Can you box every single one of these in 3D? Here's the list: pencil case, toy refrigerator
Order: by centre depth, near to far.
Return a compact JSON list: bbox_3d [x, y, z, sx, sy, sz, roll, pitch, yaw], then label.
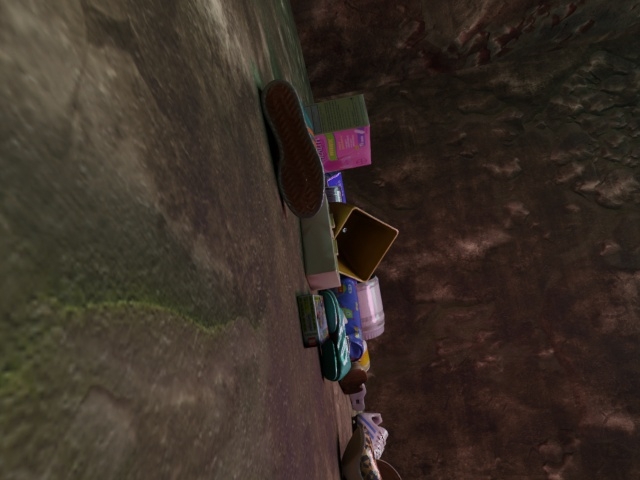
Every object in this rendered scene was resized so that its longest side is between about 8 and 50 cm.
[{"bbox_3d":[0.000,0.000,1.183,0.102,0.095,0.269,73,8,-56],"label":"toy refrigerator"},{"bbox_3d":[0.063,0.236,1.292,0.306,0.133,0.119,-92,-165,-51],"label":"pencil case"}]

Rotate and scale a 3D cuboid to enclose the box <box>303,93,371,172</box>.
[{"bbox_3d":[0.027,-0.316,1.257,0.213,0.243,0.117,70,11,-68],"label":"box"}]

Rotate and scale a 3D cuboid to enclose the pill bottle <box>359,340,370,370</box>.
[{"bbox_3d":[0.169,0.536,1.947,0.117,0.118,0.208,-93,171,-55],"label":"pill bottle"}]

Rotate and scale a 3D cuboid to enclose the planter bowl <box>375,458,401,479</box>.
[{"bbox_3d":[0.143,0.725,1.153,0.162,0.162,0.109,-95,-159,-45],"label":"planter bowl"}]

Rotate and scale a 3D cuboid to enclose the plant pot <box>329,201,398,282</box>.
[{"bbox_3d":[0.090,-0.016,1.373,0.212,0.212,0.187,25,12,-34],"label":"plant pot"}]

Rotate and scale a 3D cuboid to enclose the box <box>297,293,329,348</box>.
[{"bbox_3d":[-0.014,0.188,0.968,0.207,0.036,0.113,53,28,-80],"label":"box"}]

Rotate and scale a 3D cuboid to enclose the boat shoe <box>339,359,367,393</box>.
[{"bbox_3d":[0.116,0.513,1.547,0.285,0.105,0.089,91,-11,-55],"label":"boat shoe"}]

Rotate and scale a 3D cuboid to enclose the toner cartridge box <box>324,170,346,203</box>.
[{"bbox_3d":[0.040,-0.213,1.849,0.165,0.075,0.347,48,-16,35],"label":"toner cartridge box"}]

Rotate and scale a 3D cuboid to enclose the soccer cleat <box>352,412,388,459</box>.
[{"bbox_3d":[0.209,0.832,1.649,0.331,0.143,0.115,-88,168,-66],"label":"soccer cleat"}]

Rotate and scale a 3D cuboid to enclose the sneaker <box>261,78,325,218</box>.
[{"bbox_3d":[-0.050,-0.203,0.919,0.121,0.108,0.301,-60,139,-76],"label":"sneaker"}]

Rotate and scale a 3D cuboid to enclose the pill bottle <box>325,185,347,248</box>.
[{"bbox_3d":[0.033,-0.077,1.536,0.130,0.131,0.245,-44,125,-84],"label":"pill bottle"}]

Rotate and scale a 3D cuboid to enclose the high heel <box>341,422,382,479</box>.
[{"bbox_3d":[0.149,0.654,1.110,0.186,0.093,0.261,40,29,-12],"label":"high heel"}]

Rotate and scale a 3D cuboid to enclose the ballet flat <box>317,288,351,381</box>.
[{"bbox_3d":[0.037,0.254,1.108,0.087,0.083,0.246,-1,84,-53],"label":"ballet flat"}]

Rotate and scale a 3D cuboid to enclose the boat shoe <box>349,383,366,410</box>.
[{"bbox_3d":[0.169,0.708,1.889,0.070,0.078,0.219,-93,179,-52],"label":"boat shoe"}]

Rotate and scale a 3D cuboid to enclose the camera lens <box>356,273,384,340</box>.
[{"bbox_3d":[0.168,0.288,1.835,0.219,0.220,0.273,-67,147,-82],"label":"camera lens"}]
